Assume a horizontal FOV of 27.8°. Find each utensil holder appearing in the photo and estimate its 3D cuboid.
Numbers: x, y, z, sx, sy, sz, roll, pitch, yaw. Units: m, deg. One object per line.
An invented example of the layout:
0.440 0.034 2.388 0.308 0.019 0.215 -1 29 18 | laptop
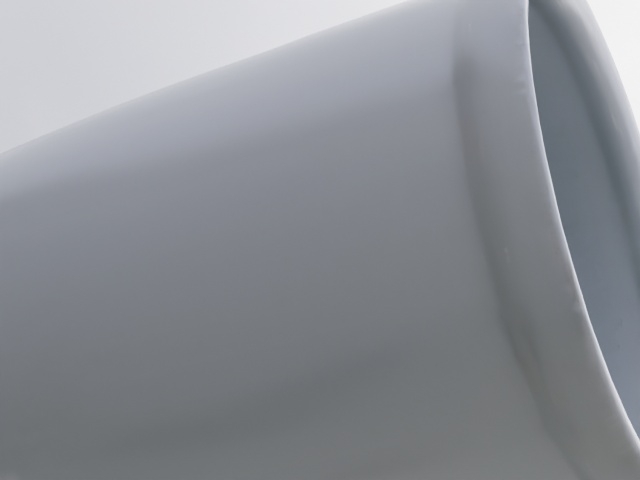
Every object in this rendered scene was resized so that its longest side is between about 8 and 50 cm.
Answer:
0.005 0.036 0.815 0.385 0.327 0.327 -17 -60 23 | utensil holder
